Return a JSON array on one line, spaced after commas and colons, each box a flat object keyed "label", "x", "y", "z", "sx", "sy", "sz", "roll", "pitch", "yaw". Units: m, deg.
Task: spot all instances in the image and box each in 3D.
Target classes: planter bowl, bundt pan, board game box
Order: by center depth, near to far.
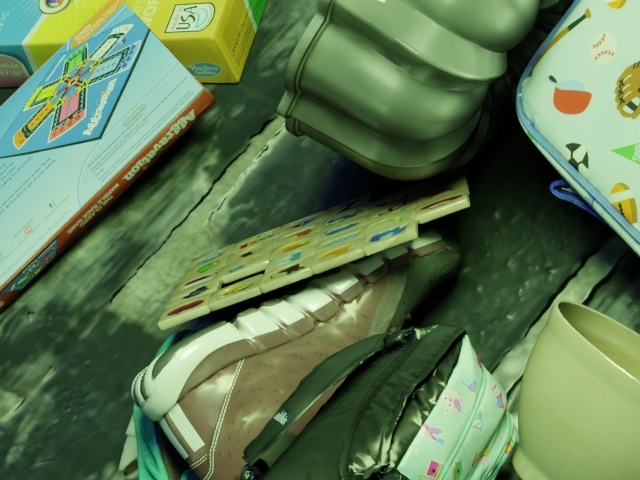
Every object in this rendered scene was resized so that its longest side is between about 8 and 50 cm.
[{"label": "planter bowl", "x": 0.193, "y": 0.128, "z": 1.173, "sx": 0.162, "sy": 0.162, "sz": 0.109, "roll": 42, "pitch": 105, "yaw": 40}, {"label": "bundt pan", "x": 0.119, "y": -0.177, "z": 1.331, "sx": 0.124, "sy": 0.331, "sz": 0.331, "roll": 38, "pitch": 74, "yaw": 12}, {"label": "board game box", "x": -0.232, "y": -0.068, "z": 1.531, "sx": 0.281, "sy": 0.027, "sz": 0.145, "roll": -44, "pitch": 60, "yaw": 2}, {"label": "board game box", "x": -0.195, "y": -0.255, "z": 1.675, "sx": 0.316, "sy": 0.064, "sz": 0.242, "roll": 0, "pitch": 56, "yaw": 24}]

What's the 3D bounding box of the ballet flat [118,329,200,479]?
[{"label": "ballet flat", "x": -0.111, "y": 0.176, "z": 1.311, "sx": 0.087, "sy": 0.083, "sz": 0.247, "roll": -33, "pitch": 44, "yaw": 26}]

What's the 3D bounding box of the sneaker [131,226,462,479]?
[{"label": "sneaker", "x": 0.013, "y": 0.110, "z": 1.306, "sx": 0.281, "sy": 0.106, "sz": 0.162, "roll": -26, "pitch": 82, "yaw": -24}]

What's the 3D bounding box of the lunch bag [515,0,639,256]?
[{"label": "lunch bag", "x": 0.270, "y": -0.088, "z": 1.196, "sx": 0.243, "sy": 0.115, "sz": 0.303, "roll": -57, "pitch": 42, "yaw": 20}]

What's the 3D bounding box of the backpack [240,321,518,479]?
[{"label": "backpack", "x": 0.047, "y": 0.141, "z": 1.192, "sx": 0.152, "sy": 0.115, "sz": 0.182, "roll": -1, "pitch": 40, "yaw": 44}]

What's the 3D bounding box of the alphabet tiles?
[{"label": "alphabet tiles", "x": 0.000, "y": 0.000, "z": 1.356, "sx": 0.237, "sy": 0.009, "sz": 0.198, "roll": -20, "pitch": 11, "yaw": 8}]
